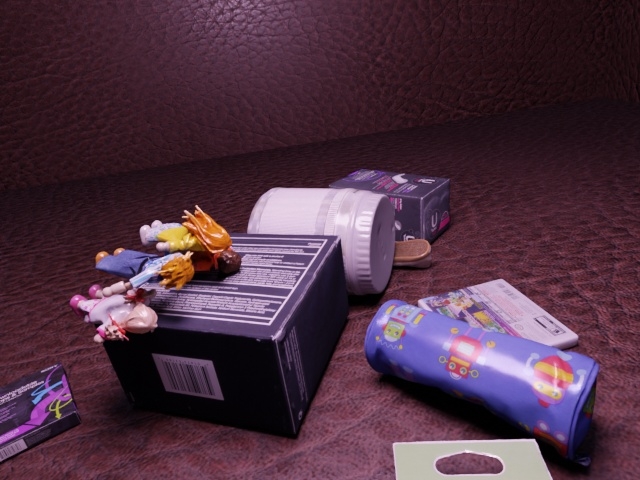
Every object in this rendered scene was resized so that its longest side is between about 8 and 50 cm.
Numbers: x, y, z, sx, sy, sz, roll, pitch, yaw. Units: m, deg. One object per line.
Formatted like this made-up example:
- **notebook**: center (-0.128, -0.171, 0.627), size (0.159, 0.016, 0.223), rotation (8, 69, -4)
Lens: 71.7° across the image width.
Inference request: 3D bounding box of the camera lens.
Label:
- **camera lens**: center (0.000, 0.000, 0.931), size (0.274, 0.219, 0.219), rotation (4, 27, 23)

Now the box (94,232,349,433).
- **box**: center (-0.133, 0.127, 0.738), size (0.296, 0.182, 0.294), rotation (2, 28, 20)

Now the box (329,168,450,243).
- **box**: center (0.180, -0.088, 1.160), size (0.270, 0.143, 0.165), rotation (13, 31, 37)

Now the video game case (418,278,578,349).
- **video game case**: center (0.299, 0.141, 0.777), size (0.183, 0.023, 0.201), rotation (-12, 26, -11)

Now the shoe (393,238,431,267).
- **shoe**: center (0.151, 0.033, 1.026), size (0.219, 0.058, 0.076), rotation (3, 57, 31)

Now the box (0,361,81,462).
- **box**: center (-0.465, 0.268, 0.713), size (0.116, 0.029, 0.162), rotation (-23, 28, -30)

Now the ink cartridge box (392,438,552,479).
- **ink cartridge box**: center (0.162, 0.305, 0.424), size (0.171, 0.056, 0.235), rotation (-4, 21, 6)

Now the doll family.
- **doll family**: center (-0.222, 0.027, 0.626), size (0.163, 0.118, 0.263), rotation (7, 29, 31)

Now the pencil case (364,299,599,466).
- **pencil case**: center (0.213, 0.176, 0.610), size (0.306, 0.133, 0.119), rotation (14, 68, 40)
